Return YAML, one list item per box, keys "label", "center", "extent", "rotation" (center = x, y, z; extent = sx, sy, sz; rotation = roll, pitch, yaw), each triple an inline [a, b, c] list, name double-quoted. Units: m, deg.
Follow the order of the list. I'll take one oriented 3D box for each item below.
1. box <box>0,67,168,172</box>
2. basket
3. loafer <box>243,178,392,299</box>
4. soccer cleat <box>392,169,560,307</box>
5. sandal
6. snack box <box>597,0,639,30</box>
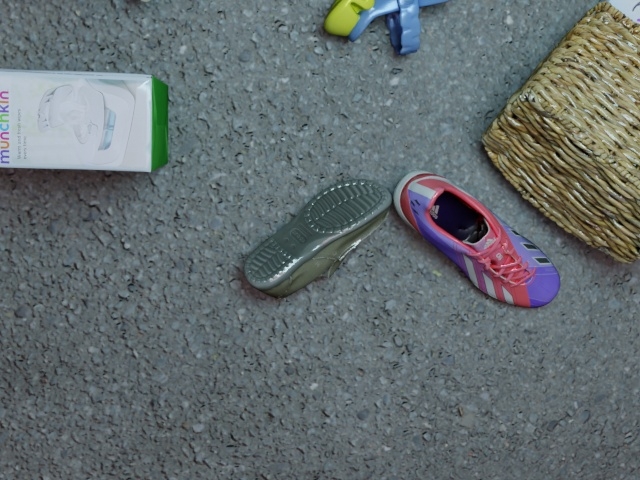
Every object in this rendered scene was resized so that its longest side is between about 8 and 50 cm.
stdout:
- label: "box"
  center: [-0.328, -0.162, 1.205]
  extent: [0.231, 0.262, 0.127]
  rotation: [0, 97, -6]
- label: "basket"
  center: [0.419, -0.145, 1.306]
  extent: [0.299, 0.213, 0.223]
  rotation: [40, 67, 4]
- label: "loafer"
  center: [0.000, 0.000, 1.351]
  extent: [0.251, 0.087, 0.094]
  rotation: [-33, 54, -7]
- label: "soccer cleat"
  center: [0.247, 0.011, 1.337]
  extent: [0.318, 0.116, 0.108]
  rotation: [37, 90, -19]
- label: "sandal"
  center: [0.149, -0.392, 1.296]
  extent: [0.138, 0.126, 0.317]
  rotation: [39, 101, -12]
- label: "snack box"
  center: [0.512, -0.305, 1.350]
  extent: [0.207, 0.070, 0.174]
  rotation: [22, 95, -3]
